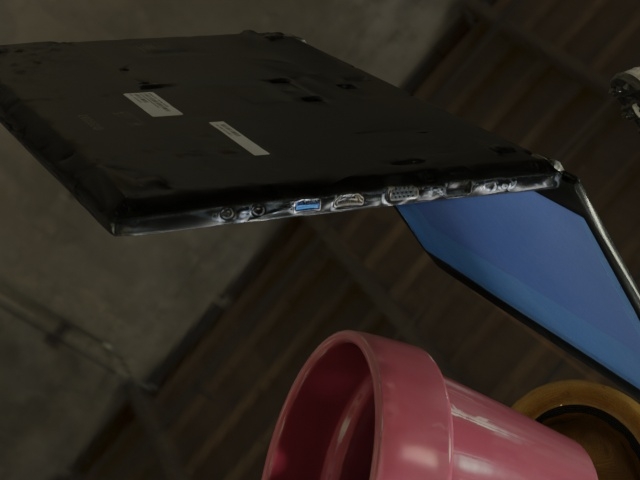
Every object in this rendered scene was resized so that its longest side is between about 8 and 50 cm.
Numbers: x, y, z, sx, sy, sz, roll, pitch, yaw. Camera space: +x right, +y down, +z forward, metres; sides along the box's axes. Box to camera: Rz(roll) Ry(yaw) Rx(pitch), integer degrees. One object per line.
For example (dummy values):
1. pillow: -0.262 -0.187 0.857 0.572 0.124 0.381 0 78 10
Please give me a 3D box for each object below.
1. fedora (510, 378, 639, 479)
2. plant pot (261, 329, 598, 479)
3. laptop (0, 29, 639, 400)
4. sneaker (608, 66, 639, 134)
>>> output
1. fedora: 0.280 0.246 1.488 0.194 0.079 0.194 -3 -121 5
2. plant pot: 0.075 0.175 0.917 0.201 0.180 0.201 -166 -90 -71
3. laptop: 0.000 0.000 0.587 0.234 0.264 0.136 35 -53 56
4. sneaker: 0.353 -0.073 1.182 0.106 0.234 0.078 -38 -173 -10
